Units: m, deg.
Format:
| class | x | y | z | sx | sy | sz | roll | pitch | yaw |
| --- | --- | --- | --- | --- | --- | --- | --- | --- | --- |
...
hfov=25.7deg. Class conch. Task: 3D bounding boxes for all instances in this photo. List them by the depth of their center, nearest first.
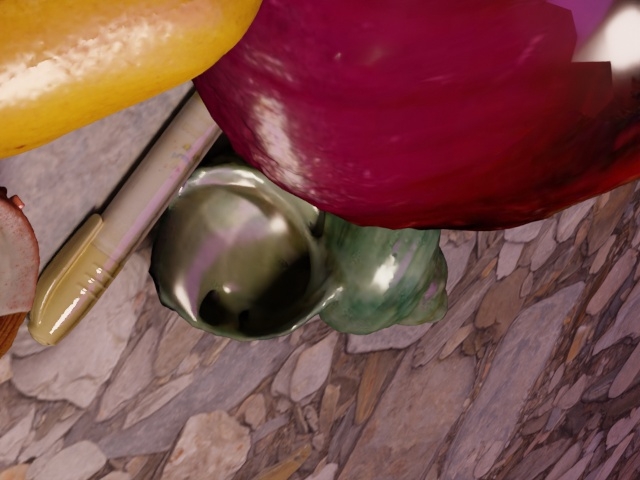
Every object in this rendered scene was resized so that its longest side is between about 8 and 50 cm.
| class | x | y | z | sx | sy | sz | roll | pitch | yaw |
| --- | --- | --- | --- | --- | --- | --- | --- | --- | --- |
| conch | -0.003 | 0.000 | 0.940 | 0.122 | 0.188 | 0.176 | 84 | 26 | -63 |

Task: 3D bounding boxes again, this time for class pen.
| class | x | y | z | sx | sy | sz | roll | pitch | yaw |
| --- | --- | --- | --- | --- | --- | --- | --- | --- | --- |
| pen | -0.111 | -0.033 | 0.881 | 0.040 | 0.032 | 0.233 | 38 | 86 | -40 |

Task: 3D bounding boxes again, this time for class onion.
| class | x | y | z | sx | sy | sz | roll | pitch | yaw |
| --- | --- | --- | --- | --- | --- | --- | --- | --- | --- |
| onion | 0.132 | -0.138 | 0.727 | 0.398 | 0.420 | 0.398 | -38 | 157 | -19 |

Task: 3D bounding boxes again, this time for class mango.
| class | x | y | z | sx | sy | sz | roll | pitch | yaw |
| --- | --- | --- | --- | --- | --- | --- | --- | --- | --- |
| mango | -0.131 | -0.105 | 0.590 | 0.219 | 0.145 | 0.112 | -8 | 167 | -3 |

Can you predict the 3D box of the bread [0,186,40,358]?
| class | x | y | z | sx | sy | sz | roll | pitch | yaw |
| --- | --- | --- | --- | --- | --- | --- | --- | --- | --- |
| bread | -0.222 | 0.022 | 0.712 | 0.160 | 0.073 | 0.160 | -36 | 145 | -31 |
